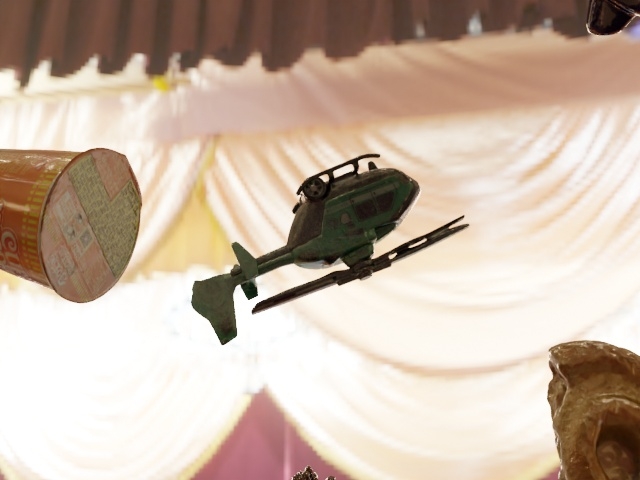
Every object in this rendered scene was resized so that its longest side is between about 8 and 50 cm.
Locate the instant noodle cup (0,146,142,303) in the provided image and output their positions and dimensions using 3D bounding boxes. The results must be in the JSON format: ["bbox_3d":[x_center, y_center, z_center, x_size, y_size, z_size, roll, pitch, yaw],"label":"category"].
[{"bbox_3d":[-0.308,-0.031,1.608,0.185,0.168,0.168,11,-32,28],"label":"instant noodle cup"}]

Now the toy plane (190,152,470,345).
[{"bbox_3d":[0.000,0.000,1.250,0.235,0.096,0.060,-24,-11,-11],"label":"toy plane"}]

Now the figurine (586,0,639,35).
[{"bbox_3d":[0.259,-0.377,1.242,0.193,0.154,0.421,3,-57,-12],"label":"figurine"}]

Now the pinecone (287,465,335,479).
[{"bbox_3d":[-0.001,0.221,1.217,0.083,0.077,0.077,22,-43,-11],"label":"pinecone"}]

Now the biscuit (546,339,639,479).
[{"bbox_3d":[0.318,0.235,1.571,0.213,0.274,0.091,6,-27,-27],"label":"biscuit"}]
